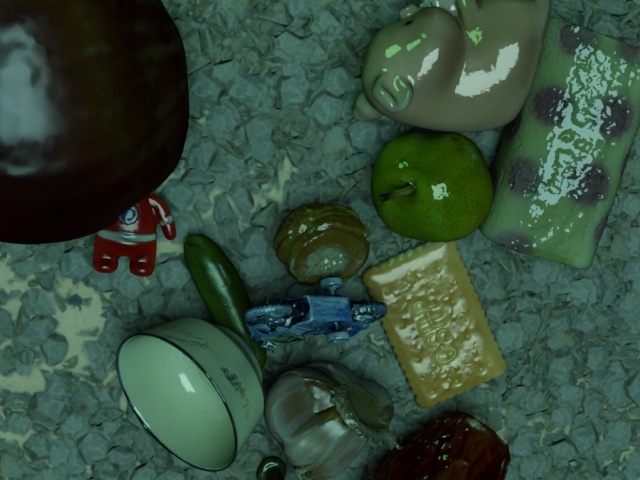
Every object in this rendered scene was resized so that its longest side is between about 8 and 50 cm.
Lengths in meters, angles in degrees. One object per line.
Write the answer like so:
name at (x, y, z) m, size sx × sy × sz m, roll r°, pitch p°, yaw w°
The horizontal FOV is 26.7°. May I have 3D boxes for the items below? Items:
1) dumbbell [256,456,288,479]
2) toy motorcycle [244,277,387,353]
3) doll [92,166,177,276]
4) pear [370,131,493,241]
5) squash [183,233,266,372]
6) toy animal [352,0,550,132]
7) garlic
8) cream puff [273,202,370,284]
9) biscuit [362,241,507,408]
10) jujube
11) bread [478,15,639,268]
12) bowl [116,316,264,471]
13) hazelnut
dumbbell at (-0.065, 0.371, 2.049) m, size 0.046 × 0.118 × 0.052 m, roll 18°, pitch 98°, yaw -16°
toy motorcycle at (-0.019, 0.114, 1.963) m, size 0.254 × 0.135 × 0.092 m, roll 3°, pitch 72°, yaw -38°
doll at (-0.272, -0.070, 1.940) m, size 0.142 × 0.076 × 0.245 m, roll 7°, pitch 106°, yaw -9°
pear at (0.151, -0.077, 1.929) m, size 0.180 × 0.216 × 0.166 m, roll 21°, pitch 103°, yaw 23°
squash at (-0.134, 0.104, 2.004) m, size 0.069 × 0.069 × 0.258 m, roll -23°, pitch 106°, yaw -3°
toy animal at (0.188, -0.261, 1.905) m, size 0.256 × 0.195 × 0.213 m, roll 4°, pitch 89°, yaw -7°
garlic at (0.030, 0.305, 1.994) m, size 0.207 × 0.207 × 0.257 m, roll -6°, pitch 87°, yaw -7°
cream puff at (-0.002, 0.000, 1.976) m, size 0.144 × 0.103 × 0.126 m, roll -6°, pitch 129°, yaw -21°
biscuit at (0.178, 0.127, 2.073) m, size 0.160 × 0.030 × 0.250 m, roll -24°, pitch 105°, yaw -2°
jujube at (0.165, 0.399, 2.057) m, size 0.197 × 0.197 × 0.290 m, roll 40°, pitch 82°, yaw -15°
bread at (0.361, -0.142, 1.973) m, size 0.187 × 0.155 × 0.338 m, roll 15°, pitch 102°, yaw -14°
bowl at (-0.170, 0.207, 1.959) m, size 0.126 × 0.237 × 0.238 m, roll -36°, pitch 109°, yaw -37°
hazelnut at (-0.381, -0.207, 1.752) m, size 0.402 × 0.402 × 0.429 m, roll -21°, pitch 95°, yaw -3°
